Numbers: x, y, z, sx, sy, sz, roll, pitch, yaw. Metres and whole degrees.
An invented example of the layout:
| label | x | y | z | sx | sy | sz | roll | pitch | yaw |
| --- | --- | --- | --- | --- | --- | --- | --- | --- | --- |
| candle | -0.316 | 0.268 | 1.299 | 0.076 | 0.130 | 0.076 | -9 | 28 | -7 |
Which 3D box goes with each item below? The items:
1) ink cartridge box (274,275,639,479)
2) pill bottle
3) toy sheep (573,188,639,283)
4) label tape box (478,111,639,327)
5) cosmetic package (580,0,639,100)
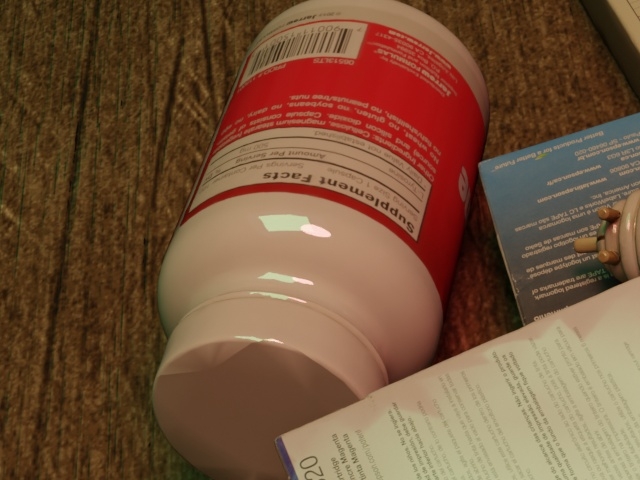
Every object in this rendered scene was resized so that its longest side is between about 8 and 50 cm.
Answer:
| label | x | y | z | sx | sy | sz | roll | pitch | yaw |
| --- | --- | --- | --- | --- | --- | --- | --- | --- | --- |
| ink cartridge box | 0.176 | 0.205 | 1.264 | 0.330 | 0.071 | 0.324 | -24 | 54 | 0 |
| pill bottle | 0.000 | 0.000 | 1.537 | 0.229 | 0.229 | 0.407 | -4 | 40 | 20 |
| toy sheep | 0.248 | -0.001 | 1.401 | 0.132 | 0.091 | 0.091 | 2 | 48 | 31 |
| label tape box | 0.278 | 0.046 | 1.481 | 0.241 | 0.106 | 0.333 | -17 | 45 | 7 |
| cosmetic package | 0.332 | -0.231 | 1.737 | 0.160 | 0.113 | 0.309 | -21 | 43 | 3 |
